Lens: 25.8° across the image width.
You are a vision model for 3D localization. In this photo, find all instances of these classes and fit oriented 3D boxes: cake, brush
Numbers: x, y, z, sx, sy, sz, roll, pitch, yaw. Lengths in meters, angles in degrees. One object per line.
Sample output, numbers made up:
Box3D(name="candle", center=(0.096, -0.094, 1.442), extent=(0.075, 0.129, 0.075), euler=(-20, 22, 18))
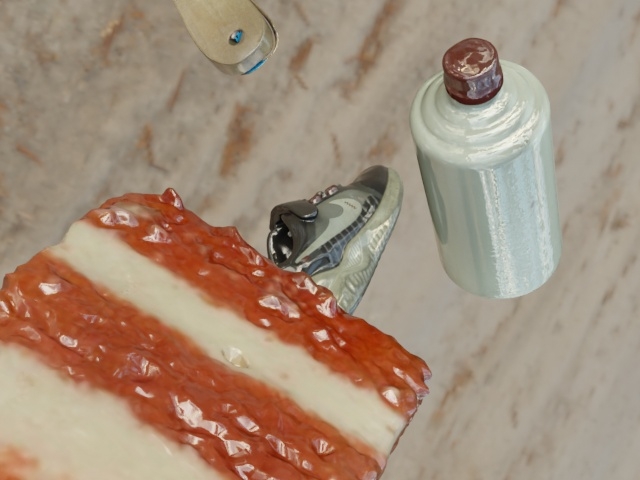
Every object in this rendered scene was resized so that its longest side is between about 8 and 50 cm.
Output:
Box3D(name="cake", center=(-0.127, 0.173, 0.902), extent=(0.270, 0.269, 0.319), euler=(-63, 173, 32))
Box3D(name="brush", center=(-0.115, -0.221, 1.086), extent=(0.070, 0.327, 0.065), euler=(-37, 141, 1))

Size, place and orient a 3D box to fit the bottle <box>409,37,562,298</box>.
Box3D(name="bottle", center=(0.127, -0.059, 1.063), extent=(0.104, 0.104, 0.245), euler=(-53, 151, -23))

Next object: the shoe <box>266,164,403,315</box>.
Box3D(name="shoe", center=(0.000, 0.000, 1.291), extent=(0.099, 0.112, 0.228), euler=(-59, -173, 49))
